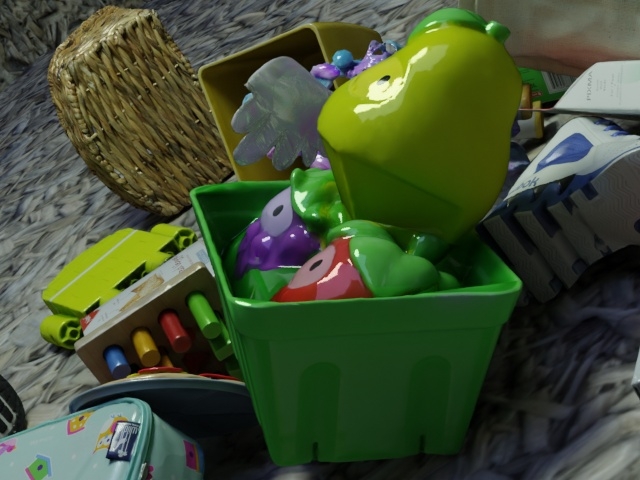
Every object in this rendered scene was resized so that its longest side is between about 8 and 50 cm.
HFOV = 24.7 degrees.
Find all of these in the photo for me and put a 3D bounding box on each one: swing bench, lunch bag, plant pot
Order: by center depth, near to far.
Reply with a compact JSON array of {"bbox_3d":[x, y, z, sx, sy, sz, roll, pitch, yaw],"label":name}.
[{"bbox_3d":[-0.244,0.275,1.364,0.279,0.108,0.224,-21,38,33],"label":"lunch bag"},{"bbox_3d":[0.301,-0.264,1.609,0.253,0.165,0.255,13,38,15],"label":"swing bench"},{"bbox_3d":[-0.001,-0.181,1.971,0.212,0.212,0.187,-16,8,38],"label":"plant pot"}]

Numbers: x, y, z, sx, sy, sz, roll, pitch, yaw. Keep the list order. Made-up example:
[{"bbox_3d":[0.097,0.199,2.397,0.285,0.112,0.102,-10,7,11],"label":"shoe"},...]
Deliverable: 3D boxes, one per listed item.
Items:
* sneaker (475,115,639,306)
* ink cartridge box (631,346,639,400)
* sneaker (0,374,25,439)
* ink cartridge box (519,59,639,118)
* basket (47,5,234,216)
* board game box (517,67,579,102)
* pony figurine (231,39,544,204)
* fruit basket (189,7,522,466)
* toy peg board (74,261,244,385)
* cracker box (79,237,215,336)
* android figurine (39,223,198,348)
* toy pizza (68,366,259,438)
[{"bbox_3d":[0.286,-0.063,1.380,0.315,0.127,0.182,-20,26,35],"label":"sneaker"},{"bbox_3d":[0.391,0.025,1.128,0.275,0.060,0.239,-20,25,31],"label":"ink cartridge box"},{"bbox_3d":[-0.474,0.270,1.769,0.121,0.111,0.300,-20,21,40],"label":"sneaker"},{"bbox_3d":[0.330,-0.148,1.475,0.181,0.056,0.224,3,6,-28],"label":"ink cartridge box"},{"bbox_3d":[-0.297,-0.194,2.283,0.213,0.299,0.223,-40,24,-14],"label":"basket"},{"bbox_3d":[0.272,-0.266,1.893,0.242,0.064,0.316,-11,27,30],"label":"board game box"},{"bbox_3d":[0.059,-0.096,1.642,0.363,0.303,0.351,-3,29,13],"label":"pony figurine"},{"bbox_3d":[0.037,-0.026,1.314,0.283,0.392,0.392,-2,18,-10],"label":"fruit basket"},{"bbox_3d":[-0.143,0.136,1.528,0.160,0.161,0.079,-34,35,-2],"label":"toy peg board"},{"bbox_3d":[-0.182,0.081,1.820,0.232,0.067,0.156,-35,20,-4],"label":"cracker box"},{"bbox_3d":[-0.291,0.057,2.049,0.248,0.056,0.273,-42,23,-23],"label":"android figurine"},{"bbox_3d":[-0.147,0.158,1.447,0.201,0.201,0.032,-18,63,34],"label":"toy pizza"}]
